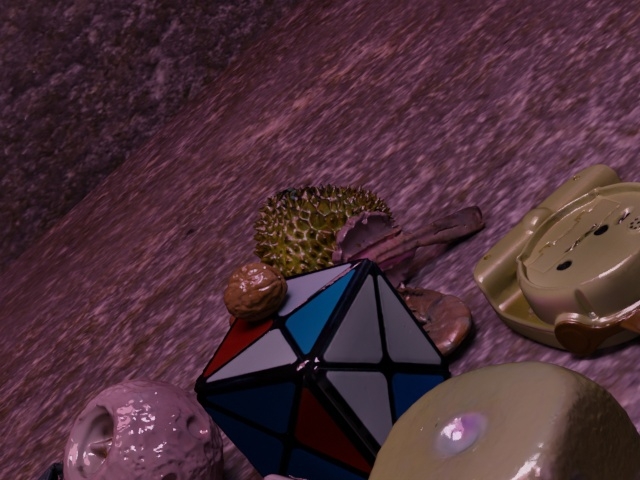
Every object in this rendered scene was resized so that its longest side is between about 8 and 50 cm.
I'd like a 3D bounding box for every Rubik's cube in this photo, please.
[{"bbox_3d":[0.008,0.205,1.898,0.248,0.246,0.250,-16,30,39],"label":"Rubik's cube"}]

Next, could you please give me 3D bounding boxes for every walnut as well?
[{"bbox_3d":[-0.097,0.075,1.884,0.096,0.082,0.079,-28,-4,20],"label":"walnut"}]

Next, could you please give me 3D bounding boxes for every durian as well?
[{"bbox_3d":[-0.003,-0.002,2.341,0.291,0.224,0.291,-32,17,11],"label":"durian"}]

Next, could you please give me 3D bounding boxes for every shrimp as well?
[{"bbox_3d":[0.152,0.141,2.072,0.145,0.059,0.254,-51,30,-13],"label":"shrimp"}]

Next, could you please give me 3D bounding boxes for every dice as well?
[{"bbox_3d":[0.217,0.298,1.425,0.252,0.249,0.254,-15,30,39],"label":"dice"}]

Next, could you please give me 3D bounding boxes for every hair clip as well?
[{"bbox_3d":[0.143,0.010,2.227,0.300,0.173,0.069,-22,17,-23],"label":"hair clip"}]

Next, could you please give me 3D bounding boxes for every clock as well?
[{"bbox_3d":[0.407,0.029,1.848,0.286,0.117,0.348,-41,23,-10],"label":"clock"}]

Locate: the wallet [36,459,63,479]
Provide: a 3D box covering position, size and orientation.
[{"bbox_3d":[-0.540,0.535,2.128,0.379,0.046,0.190,-45,23,28],"label":"wallet"}]

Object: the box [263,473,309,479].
[{"bbox_3d":[0.049,0.356,1.701,0.285,0.142,0.044,2,71,56],"label":"box"}]

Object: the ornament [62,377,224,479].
[{"bbox_3d":[-0.272,0.349,2.031,0.259,0.225,0.259,-30,49,40],"label":"ornament"}]

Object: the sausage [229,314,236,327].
[{"bbox_3d":[-0.091,0.194,2.261,0.097,0.094,0.348,-23,21,-3],"label":"sausage"}]
